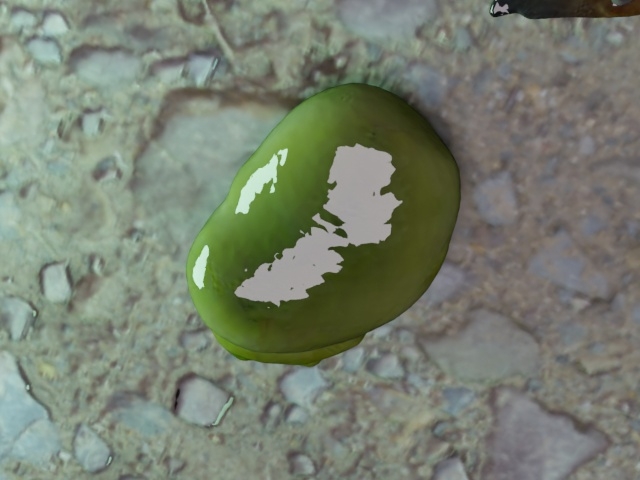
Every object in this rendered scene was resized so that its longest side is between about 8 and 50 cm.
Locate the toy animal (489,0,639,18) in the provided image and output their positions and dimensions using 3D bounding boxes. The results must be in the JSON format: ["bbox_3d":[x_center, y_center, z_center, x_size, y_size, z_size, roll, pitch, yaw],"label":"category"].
[{"bbox_3d":[0.185,-0.250,0.556,0.302,0.225,0.284,-12,95,1],"label":"toy animal"}]

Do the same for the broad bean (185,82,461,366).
[{"bbox_3d":[0.000,0.000,0.713,0.124,0.082,0.174,44,117,-11],"label":"broad bean"}]
